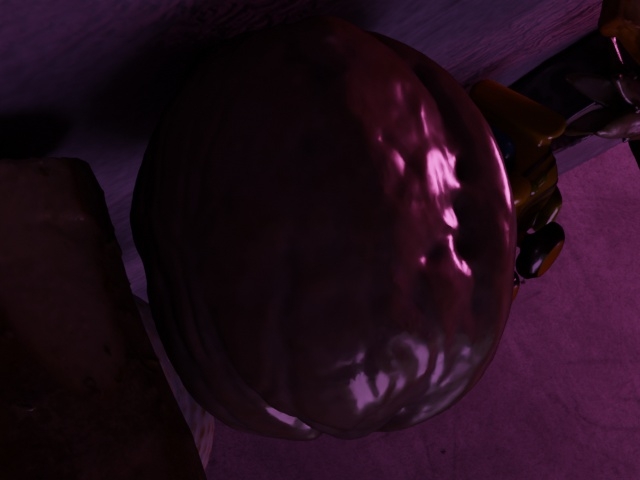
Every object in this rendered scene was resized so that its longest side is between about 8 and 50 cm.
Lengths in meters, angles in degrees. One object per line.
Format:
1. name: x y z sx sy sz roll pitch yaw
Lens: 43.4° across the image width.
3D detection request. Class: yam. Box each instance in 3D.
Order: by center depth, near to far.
1. yam: -0.131 0.076 0.358 0.129 0.238 0.128 -19 169 -15

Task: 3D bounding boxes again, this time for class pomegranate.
1. pomegranate: 0.335 -0.114 0.724 0.224 0.182 0.181 3 166 -10

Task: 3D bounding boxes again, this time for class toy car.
1. toy car: 0.116 -0.046 0.715 0.248 0.200 0.142 -38 150 -37

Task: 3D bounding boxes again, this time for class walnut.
1. walnut: 0.002 -0.005 0.426 0.224 0.224 0.224 -27 173 -4

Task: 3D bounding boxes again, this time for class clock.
1. clock: 0.329 -0.180 0.950 0.325 0.067 0.325 -27 172 -4

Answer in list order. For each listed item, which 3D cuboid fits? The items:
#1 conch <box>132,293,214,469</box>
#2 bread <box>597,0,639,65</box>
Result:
1. conch: -0.229 0.137 0.603 0.303 0.215 0.319 -29 144 -32
2. bread: 0.317 -0.188 0.596 0.260 0.129 0.134 -27 177 -2
